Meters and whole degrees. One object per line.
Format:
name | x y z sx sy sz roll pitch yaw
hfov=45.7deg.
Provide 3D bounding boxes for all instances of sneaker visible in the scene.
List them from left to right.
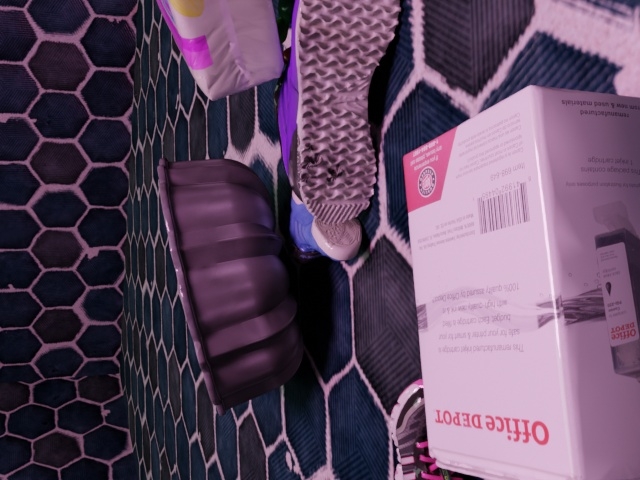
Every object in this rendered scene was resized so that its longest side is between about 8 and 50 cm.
sneaker | -0.001 -0.177 0.792 0.146 0.102 0.293 -131 45 -60
sneaker | 0.001 0.000 0.859 0.152 0.058 0.084 -125 36 -50
sneaker | 0.096 0.192 0.621 0.075 0.063 0.170 -130 39 -59

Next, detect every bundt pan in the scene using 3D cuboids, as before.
bundt pan | -0.104 0.043 0.958 0.331 0.124 0.331 166 90 -86

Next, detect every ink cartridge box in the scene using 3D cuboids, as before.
ink cartridge box | 0.132 0.034 0.475 0.158 0.092 0.218 158 112 -67

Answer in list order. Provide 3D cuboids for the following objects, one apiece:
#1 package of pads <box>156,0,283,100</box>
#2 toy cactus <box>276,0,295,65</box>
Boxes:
package of pads | -0.133 -0.320 0.725 0.296 0.101 0.229 78 169 -48
toy cactus | -0.030 -0.293 0.888 0.180 0.112 0.219 -33 51 54
